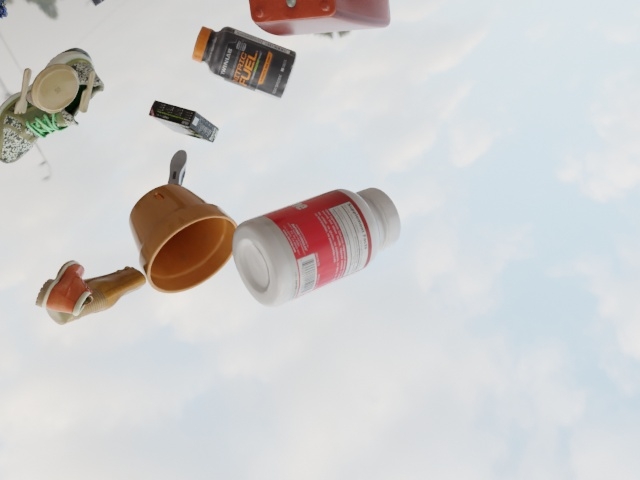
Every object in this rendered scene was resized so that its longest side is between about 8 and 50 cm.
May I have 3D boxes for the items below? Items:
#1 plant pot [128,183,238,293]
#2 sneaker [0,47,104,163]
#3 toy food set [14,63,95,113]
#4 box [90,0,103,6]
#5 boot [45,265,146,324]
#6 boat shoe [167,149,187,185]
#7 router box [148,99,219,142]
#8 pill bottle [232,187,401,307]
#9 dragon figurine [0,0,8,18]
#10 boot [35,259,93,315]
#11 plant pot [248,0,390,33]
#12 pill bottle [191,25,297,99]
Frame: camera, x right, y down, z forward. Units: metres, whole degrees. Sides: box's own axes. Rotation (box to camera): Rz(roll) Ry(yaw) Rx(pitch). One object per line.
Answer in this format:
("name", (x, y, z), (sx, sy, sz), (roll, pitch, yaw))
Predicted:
("plant pot", (-0.402, -0.022, 1.989), (0.291, 0.290, 0.203), (-32, -120, -18))
("sneaker", (-0.793, -0.372, 2.068), (0.410, 0.158, 0.182), (-49, -120, 1))
("toy food set", (-0.632, -0.360, 1.670), (0.039, 0.132, 0.192), (38, -151, 25))
("box", (-0.695, -0.961, 2.292), (0.313, 0.179, 0.343), (-38, -135, -7))
("boot", (-0.601, 0.138, 1.881), (0.211, 0.104, 0.295), (-27, -163, -38))
("boat shoe", (-0.433, -0.204, 2.139), (0.049, 0.040, 0.142), (11, -103, 7))
("router box", (-0.293, -0.255, 1.519), (0.123, 0.092, 0.038), (20, -95, 28))
("pill bottle", (0.000, 0.000, 1.811), (0.408, 0.228, 0.229), (-21, -155, -32))
("dragon figurine", (-0.895, -0.605, 1.755), (0.144, 0.085, 0.289), (0, -171, 8))
("boot", (-0.459, 0.091, 1.316), (0.085, 0.059, 0.158), (19, -158, -6))
("plant pot", (-0.023, -0.552, 1.438), (0.267, 0.267, 0.236), (1, -159, 21))
("pill bottle", (-0.193, -0.450, 1.764), (0.246, 0.130, 0.130), (18, -151, -11))
